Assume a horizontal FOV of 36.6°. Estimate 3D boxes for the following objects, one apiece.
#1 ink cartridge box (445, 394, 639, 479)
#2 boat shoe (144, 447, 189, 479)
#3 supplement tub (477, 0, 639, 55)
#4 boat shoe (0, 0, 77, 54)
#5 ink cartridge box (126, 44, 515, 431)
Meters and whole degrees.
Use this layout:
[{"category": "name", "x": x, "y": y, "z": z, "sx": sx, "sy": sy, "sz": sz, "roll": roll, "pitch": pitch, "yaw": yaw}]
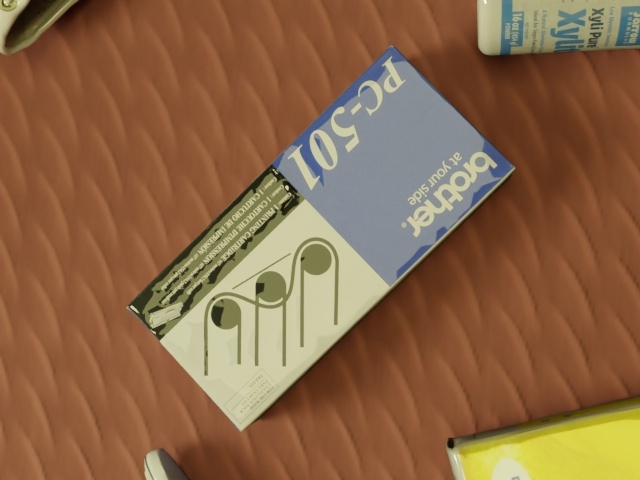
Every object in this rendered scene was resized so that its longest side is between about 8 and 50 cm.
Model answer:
[{"category": "ink cartridge box", "x": 0.250, "y": 0.214, "z": 0.483, "sx": 0.307, "sy": 0.072, "sz": 0.303, "roll": -15, "pitch": 84, "yaw": 9}, {"category": "boat shoe", "x": -0.082, "y": 0.169, "z": 0.553, "sx": 0.035, "sy": 0.035, "sz": 0.100, "roll": -27, "pitch": 89, "yaw": 3}, {"category": "supplement tub", "x": 0.138, "y": -0.136, "z": 0.520, "sx": 0.107, "sy": 0.071, "sz": 0.071, "roll": -1, "pitch": 86, "yaw": 10}, {"category": "boat shoe", "x": -0.095, "y": -0.205, "z": 0.550, "sx": 0.277, "sy": 0.098, "sz": 0.096, "roll": -33, "pitch": 84, "yaw": 16}, {"category": "ink cartridge box", "x": 0.000, "y": 0.000, "z": 0.544, "sx": 0.207, "sy": 0.046, "sz": 0.097, "roll": -44, "pitch": 83, "yaw": 3}]
